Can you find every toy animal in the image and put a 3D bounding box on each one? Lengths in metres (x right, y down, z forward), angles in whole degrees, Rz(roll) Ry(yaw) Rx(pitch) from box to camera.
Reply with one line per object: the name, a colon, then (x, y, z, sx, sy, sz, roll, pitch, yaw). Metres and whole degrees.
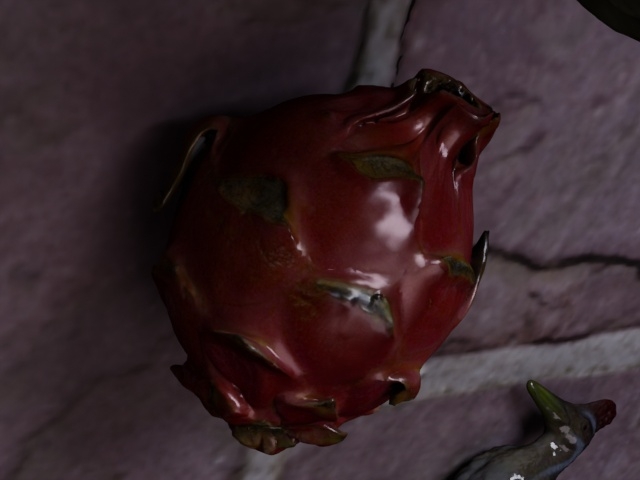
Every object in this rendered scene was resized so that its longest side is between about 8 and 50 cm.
toy animal: (0.088, 0.148, 0.789, 0.202, 0.070, 0.105, -38, 147, -14)

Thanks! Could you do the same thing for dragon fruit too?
dragon fruit: (0.000, 0.000, 0.563, 0.166, 0.133, 0.136, -53, 178, 11)

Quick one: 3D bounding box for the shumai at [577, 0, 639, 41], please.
shumai: (0.160, -0.264, 0.372, 0.395, 0.395, 0.348, -35, 109, -10)
